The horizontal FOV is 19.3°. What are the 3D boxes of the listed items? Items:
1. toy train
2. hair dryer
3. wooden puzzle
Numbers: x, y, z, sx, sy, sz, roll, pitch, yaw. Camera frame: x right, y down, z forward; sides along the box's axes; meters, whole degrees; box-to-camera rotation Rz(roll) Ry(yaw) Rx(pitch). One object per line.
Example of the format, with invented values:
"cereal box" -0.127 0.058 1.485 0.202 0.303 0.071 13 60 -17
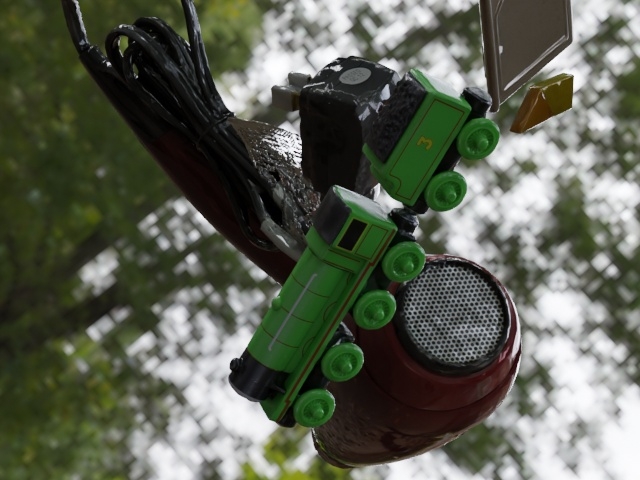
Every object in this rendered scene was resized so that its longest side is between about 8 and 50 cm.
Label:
"toy train" 0.007 0.003 0.383 0.024 0.083 0.017 21 19 -32
"hair dryer" 0.000 0.000 0.837 0.223 0.080 0.293 34 -31 46
"wooden puzzle" 0.082 -0.095 0.762 0.014 0.078 0.116 15 -56 31
